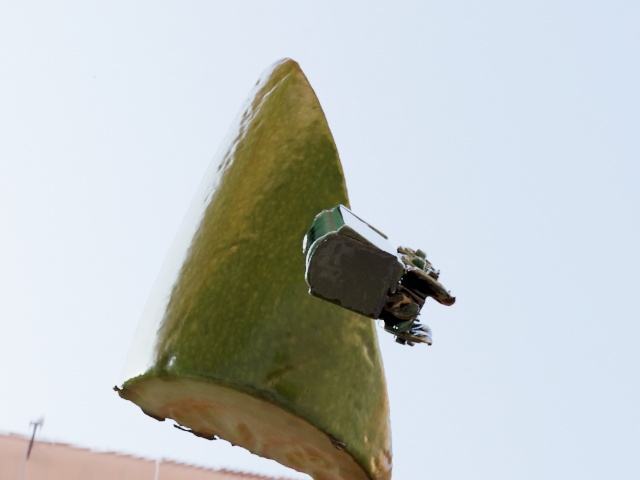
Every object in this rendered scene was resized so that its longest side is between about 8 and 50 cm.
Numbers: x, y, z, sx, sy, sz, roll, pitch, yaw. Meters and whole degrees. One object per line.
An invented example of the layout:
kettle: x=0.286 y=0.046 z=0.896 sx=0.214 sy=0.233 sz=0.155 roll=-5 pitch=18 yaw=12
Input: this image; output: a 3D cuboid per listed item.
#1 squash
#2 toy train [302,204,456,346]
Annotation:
squash: x=0.000 y=0.000 z=0.904 sx=0.203 sy=0.111 sz=0.289 roll=21 pitch=-122 yaw=7
toy train: x=0.025 y=0.016 z=0.647 sx=0.071 sy=0.148 sz=0.038 roll=29 pitch=-86 yaw=-4
